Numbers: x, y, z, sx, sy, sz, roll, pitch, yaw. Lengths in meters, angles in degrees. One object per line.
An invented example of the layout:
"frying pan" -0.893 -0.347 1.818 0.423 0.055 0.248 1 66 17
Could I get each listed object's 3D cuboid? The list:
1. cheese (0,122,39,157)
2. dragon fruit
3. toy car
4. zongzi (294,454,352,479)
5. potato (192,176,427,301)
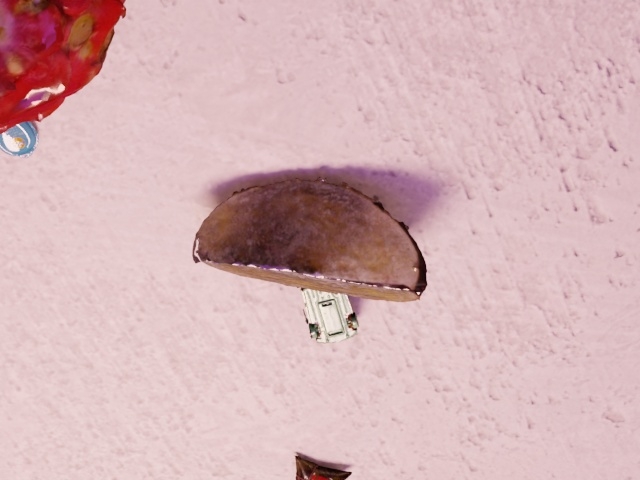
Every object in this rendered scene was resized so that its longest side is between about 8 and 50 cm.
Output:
"cheese" -0.335 -0.131 1.874 0.047 0.017 0.111 -16 128 5
"dragon fruit" -0.362 -0.242 1.654 0.386 0.249 0.371 31 116 -27
"toy car" 0.006 0.065 2.038 0.059 0.035 0.122 -14 111 7
"zongzi" -0.014 0.305 2.227 0.073 0.067 0.083 37 100 -15
"potato" -0.002 0.000 1.966 0.261 0.120 0.100 10 167 5
